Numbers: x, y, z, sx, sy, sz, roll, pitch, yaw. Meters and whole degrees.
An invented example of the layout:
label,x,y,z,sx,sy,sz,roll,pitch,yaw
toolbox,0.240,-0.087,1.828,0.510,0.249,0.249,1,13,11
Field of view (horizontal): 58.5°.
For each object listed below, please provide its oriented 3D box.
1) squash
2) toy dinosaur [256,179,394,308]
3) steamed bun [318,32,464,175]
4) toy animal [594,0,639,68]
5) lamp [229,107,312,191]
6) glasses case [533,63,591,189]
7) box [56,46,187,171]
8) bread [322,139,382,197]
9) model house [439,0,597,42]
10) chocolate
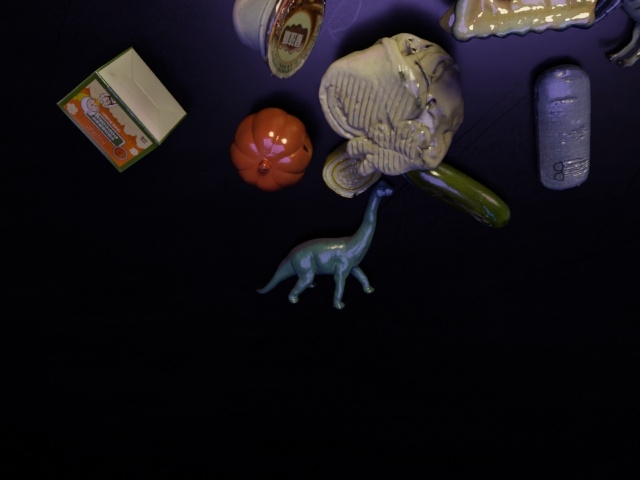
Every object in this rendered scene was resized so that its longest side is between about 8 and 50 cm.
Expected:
label,x,y,z,sx,sy,sz,roll,pitch,yaw
squash,0.303,-0.124,1.324,0.331,0.087,0.087,29,125,-8
toy dinosaur,0.000,0.000,1.474,0.384,0.129,0.330,1,114,11
steamed bun,0.158,-0.289,1.174,0.280,0.207,0.268,0,125,44
toy animal,0.555,-0.440,1.049,0.170,0.090,0.255,-25,119,20
lamp,-0.112,-0.200,1.297,0.188,0.164,0.187,4,124,6
glasses case,0.513,-0.233,1.214,0.109,0.067,0.282,-8,124,13
box,-0.440,-0.292,1.285,0.148,0.177,0.195,-26,117,27
bread,0.080,-0.174,1.341,0.156,0.064,0.117,-32,118,27
model house,0.277,-0.506,0.866,0.445,0.395,0.400,45,123,-7
chocolate,-0.097,-0.446,1.128,0.147,0.221,0.221,32,127,12
